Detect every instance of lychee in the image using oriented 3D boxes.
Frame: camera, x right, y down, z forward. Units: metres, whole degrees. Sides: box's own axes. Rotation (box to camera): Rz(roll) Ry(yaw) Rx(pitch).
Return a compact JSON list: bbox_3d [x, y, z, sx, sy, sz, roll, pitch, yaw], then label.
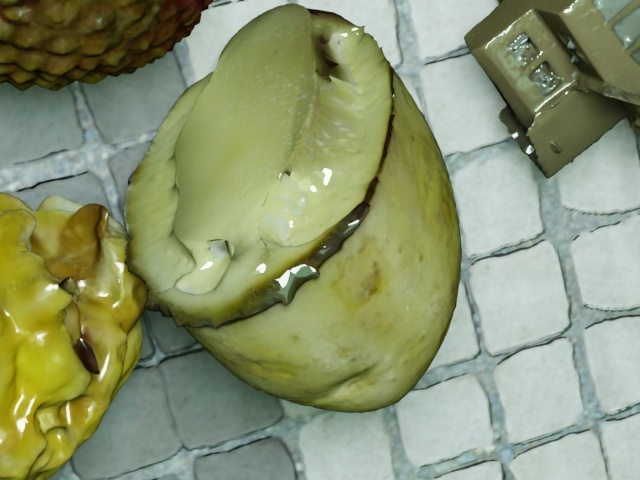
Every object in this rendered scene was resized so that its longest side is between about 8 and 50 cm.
[{"bbox_3d":[-0.177,-0.207,1.128,0.271,0.236,0.236,-30,110,6],"label":"lychee"}]

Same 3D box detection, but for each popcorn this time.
[{"bbox_3d":[-0.221,0.083,1.220,0.253,0.191,0.190,-43,124,-9],"label":"popcorn"}]

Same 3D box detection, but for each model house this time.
[{"bbox_3d":[0.235,-0.098,1.281,0.176,0.181,0.248,-39,108,0],"label":"model house"}]

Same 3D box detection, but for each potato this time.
[{"bbox_3d":[0.000,0.000,1.228,0.242,0.285,0.242,-6,130,-7],"label":"potato"}]
